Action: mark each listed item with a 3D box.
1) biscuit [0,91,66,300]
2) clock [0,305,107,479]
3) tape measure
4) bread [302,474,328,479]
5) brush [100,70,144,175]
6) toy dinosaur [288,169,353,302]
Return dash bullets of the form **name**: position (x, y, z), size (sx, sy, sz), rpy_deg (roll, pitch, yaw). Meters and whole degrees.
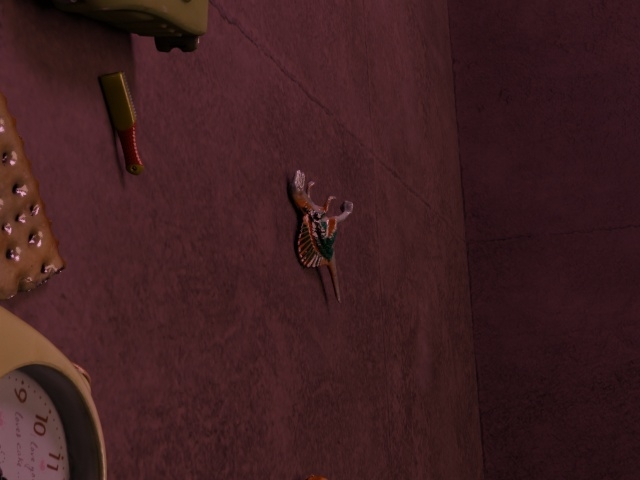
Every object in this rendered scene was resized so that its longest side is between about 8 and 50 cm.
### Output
- **biscuit**: position (-0.216, -0.049, 0.527), size (0.144, 0.016, 0.203), rpy_deg (-57, 137, -64)
- **clock**: position (-0.178, 0.140, 0.497), size (0.232, 0.069, 0.170), rpy_deg (57, 31, -57)
- **tape measure**: position (-0.150, -0.229, 0.676), size (0.177, 0.088, 0.154), rpy_deg (-12, 107, -71)
- **bread**: position (0.000, 0.321, 1.045), size (0.083, 0.044, 0.110), rpy_deg (-78, 153, -48)
- **brush**: position (-0.156, -0.093, 0.729), size (0.021, 0.019, 0.083), rpy_deg (-70, 148, -74)
- **toy dinosaur**: position (-0.003, 0.001, 1.162), size (0.106, 0.044, 0.187), rpy_deg (-20, 116, -59)
